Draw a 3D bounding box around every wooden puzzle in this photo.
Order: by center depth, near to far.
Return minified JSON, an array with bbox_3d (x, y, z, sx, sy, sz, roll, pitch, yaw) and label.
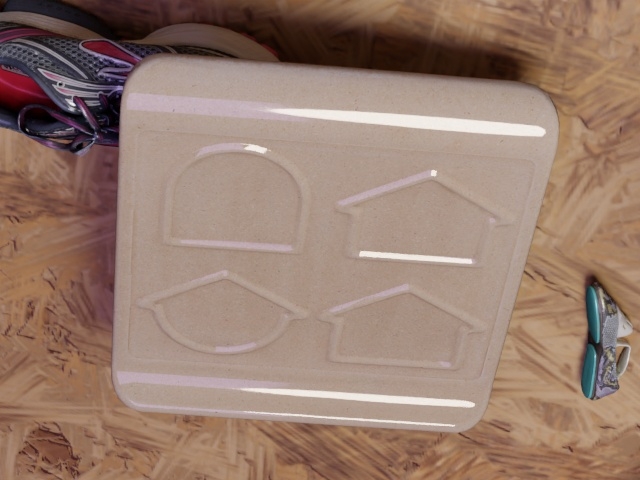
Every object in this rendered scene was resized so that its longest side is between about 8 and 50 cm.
[{"bbox_3d":[0.000,0.000,1.438,0.322,0.080,0.348,4,131,-5],"label":"wooden puzzle"}]

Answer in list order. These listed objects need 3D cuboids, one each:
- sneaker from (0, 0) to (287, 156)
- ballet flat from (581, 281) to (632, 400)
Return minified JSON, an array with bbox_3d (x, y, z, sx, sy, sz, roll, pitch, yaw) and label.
[{"bbox_3d":[-0.156,-0.108,1.447,0.299,0.112,0.121,10,124,11],"label":"sneaker"},{"bbox_3d":[0.237,0.080,1.493,0.041,0.041,0.114,7,124,14],"label":"ballet flat"}]
